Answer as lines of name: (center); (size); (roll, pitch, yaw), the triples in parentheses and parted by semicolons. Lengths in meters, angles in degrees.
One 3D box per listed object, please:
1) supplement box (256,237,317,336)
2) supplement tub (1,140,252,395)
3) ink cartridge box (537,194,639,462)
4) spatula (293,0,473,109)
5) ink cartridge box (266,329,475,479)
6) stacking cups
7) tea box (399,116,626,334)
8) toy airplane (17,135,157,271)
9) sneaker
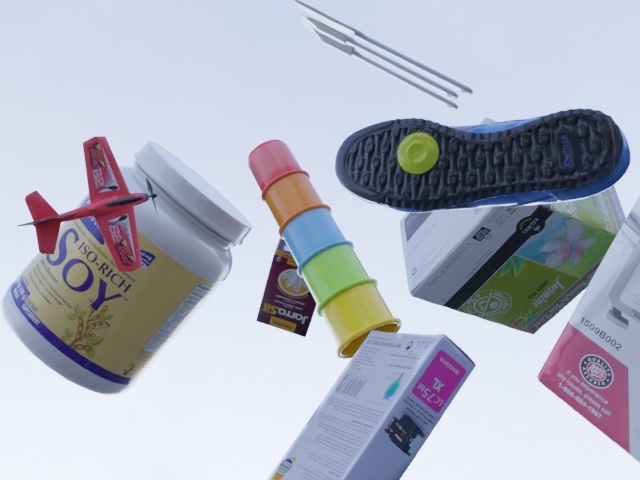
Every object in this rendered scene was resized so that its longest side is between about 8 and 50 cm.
supplement box: (-0.047, 0.078, 1.702); (0.104, 0.081, 0.188); (18, -52, 1)
supplement tub: (-0.285, 0.041, 1.372); (0.331, 0.241, 0.241); (-50, -46, 3)
ink cartridge box: (0.337, 0.053, 0.735); (0.117, 0.207, 0.283); (-4, -55, -45)
spatula: (0.078, -0.235, 1.156); (0.242, 0.168, 0.019); (27, -91, 1)
ink cartridge box: (0.023, 0.236, 0.977); (0.065, 0.186, 0.311); (43, -106, -12)
stacking cups: (0.000, 0.000, 1.223); (0.096, 0.316, 0.096); (-22, -25, -11)
tea box: (0.385, -0.018, 1.844); (0.324, 0.220, 0.329); (17, -46, -22)
toy airplane: (-0.245, -0.029, 0.966); (0.151, 0.151, 0.028); (1, -7, -22)
sneaker: (0.117, -0.052, 0.667); (0.209, 0.069, 0.082); (-3, -9, 19)
